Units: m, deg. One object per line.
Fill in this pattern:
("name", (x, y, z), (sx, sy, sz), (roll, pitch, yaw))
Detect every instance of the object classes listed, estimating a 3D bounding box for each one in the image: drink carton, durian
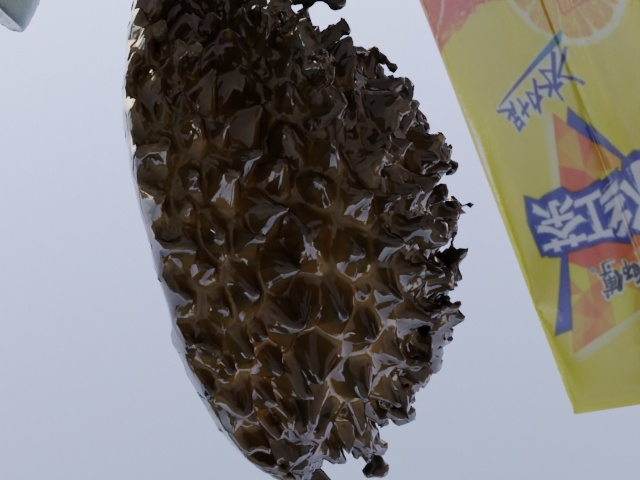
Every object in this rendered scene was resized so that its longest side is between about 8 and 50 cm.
("drink carton", (0.169, -0.083, 0.823), (0.155, 0.351, 0.111), (-14, -168, 41))
("durian", (0.000, 0.000, 0.424), (0.091, 0.188, 0.148), (-11, -171, -1))

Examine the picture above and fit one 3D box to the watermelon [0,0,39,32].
("watermelon", (-0.274, -0.269, 1.033), (0.159, 0.128, 0.303), (30, 173, 36))
